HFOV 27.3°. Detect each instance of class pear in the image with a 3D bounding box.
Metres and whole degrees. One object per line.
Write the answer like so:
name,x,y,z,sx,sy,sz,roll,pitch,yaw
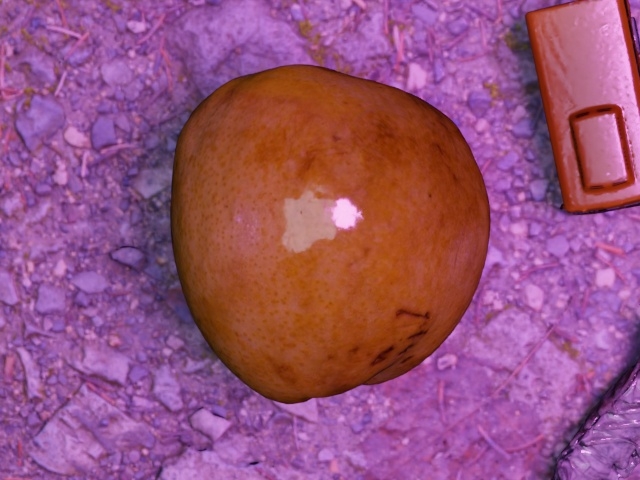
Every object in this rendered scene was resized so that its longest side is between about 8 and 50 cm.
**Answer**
pear,0.000,0.000,1.198,0.304,0.304,0.304,2,99,15

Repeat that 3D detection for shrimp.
shrimp,0.355,0.117,1.197,0.221,0.166,0.410,31,123,-25

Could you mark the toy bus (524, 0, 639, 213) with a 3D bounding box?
toy bus,0.254,-0.122,1.202,0.098,0.114,0.201,-11,95,17
